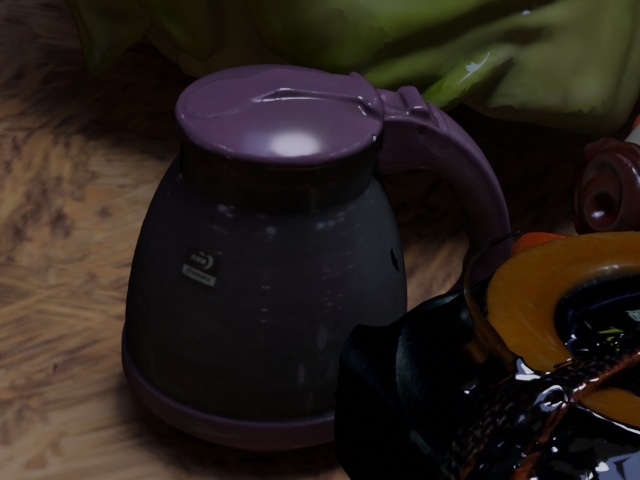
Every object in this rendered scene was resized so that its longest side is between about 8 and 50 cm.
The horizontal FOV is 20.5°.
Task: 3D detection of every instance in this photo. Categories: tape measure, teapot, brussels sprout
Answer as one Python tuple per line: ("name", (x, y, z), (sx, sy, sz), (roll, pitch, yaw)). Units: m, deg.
("tape measure", (0.123, 0.082, 0.602), (0.223, 0.135, 0.202), (-6, 23, -19))
("teapot", (-0.005, 0.005, 0.692), (0.148, 0.146, 0.116), (12, 33, 12))
("brussels sprout", (0.024, -0.264, 0.912), (0.425, 0.361, 0.342), (20, 25, 31))

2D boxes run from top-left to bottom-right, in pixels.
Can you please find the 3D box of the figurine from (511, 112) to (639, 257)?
("figurine", (0.190, -0.022, 0.773), (0.226, 0.160, 0.183), (-21, 38, -21))
